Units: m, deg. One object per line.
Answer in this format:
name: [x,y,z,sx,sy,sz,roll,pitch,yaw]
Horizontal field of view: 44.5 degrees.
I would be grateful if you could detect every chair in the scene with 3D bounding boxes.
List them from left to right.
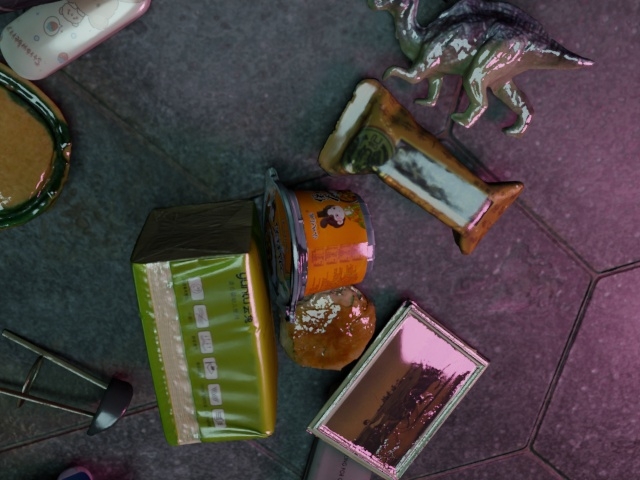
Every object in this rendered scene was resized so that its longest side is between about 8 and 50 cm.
chair: [-0.400,0.229,1.181,0.222,0.104,0.095,20,136,-7]

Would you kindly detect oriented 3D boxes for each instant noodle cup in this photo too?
instant noodle cup: [0.000,0.000,1.068,0.126,0.177,0.208,-7,101,-14]

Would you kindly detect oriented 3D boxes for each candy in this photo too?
candy: [0.131,-0.093,1.066,0.271,0.101,0.143,33,100,-9]

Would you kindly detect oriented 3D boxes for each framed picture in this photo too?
framed picture: [0.125,0.239,1.202,0.197,0.014,0.252,38,90,-23]

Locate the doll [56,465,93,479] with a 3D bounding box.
doll: [-0.381,0.549,1.234,0.284,0.240,0.309,-20,122,-26]

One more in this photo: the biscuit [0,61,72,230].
biscuit: [-0.494,-0.110,0.967,0.344,0.057,0.287,23,81,-20]

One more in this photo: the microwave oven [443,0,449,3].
microwave oven: [0.076,-0.412,0.875,0.248,0.188,0.178,26,110,-13]

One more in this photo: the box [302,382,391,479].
box: [0.037,0.349,1.271,0.103,0.055,0.243,12,112,-8]

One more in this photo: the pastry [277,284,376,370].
pastry: [0.008,0.124,1.158,0.153,0.081,0.153,-2,109,-4]

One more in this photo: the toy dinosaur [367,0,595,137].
toy dinosaur: [0.193,-0.237,1.016,0.294,0.077,0.162,17,109,-10]

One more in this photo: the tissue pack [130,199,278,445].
tissue pack: [-0.149,0.109,1.079,0.167,0.200,0.274,-6,113,1]

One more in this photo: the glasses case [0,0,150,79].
glasses case: [-0.308,-0.277,0.982,0.204,0.051,0.081,-32,103,7]

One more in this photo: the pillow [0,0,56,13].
pillow: [-0.379,-0.305,0.894,0.335,0.161,0.092,-9,106,8]
